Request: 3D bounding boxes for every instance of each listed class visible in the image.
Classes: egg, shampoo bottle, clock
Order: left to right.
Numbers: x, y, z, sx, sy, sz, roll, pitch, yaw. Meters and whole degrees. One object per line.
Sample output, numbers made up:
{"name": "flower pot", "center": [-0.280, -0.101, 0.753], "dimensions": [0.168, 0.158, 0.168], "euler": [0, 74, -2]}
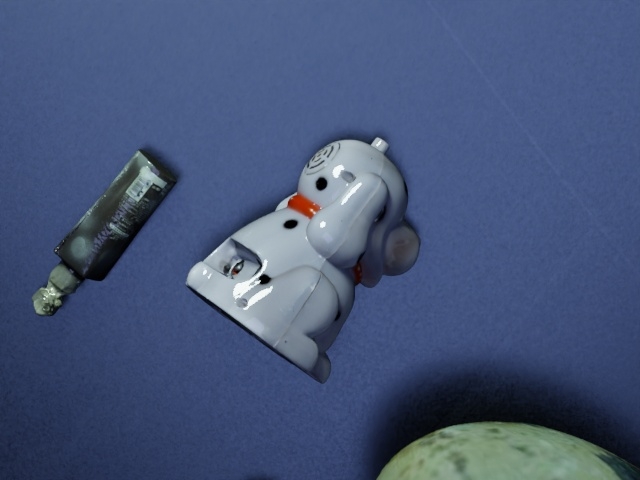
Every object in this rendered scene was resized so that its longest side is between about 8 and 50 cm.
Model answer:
{"name": "shampoo bottle", "center": [-0.240, -0.003, 1.905], "dimensions": [0.057, 0.063, 0.207], "euler": [40, 97, 6]}
{"name": "clock", "center": [0.000, 0.004, 1.861], "dimensions": [0.189, 0.189, 0.254], "euler": [41, 82, -3]}
{"name": "egg", "center": [0.228, 0.372, 1.801], "dimensions": [0.428, 0.345, 0.345], "euler": [42, 97, 3]}
